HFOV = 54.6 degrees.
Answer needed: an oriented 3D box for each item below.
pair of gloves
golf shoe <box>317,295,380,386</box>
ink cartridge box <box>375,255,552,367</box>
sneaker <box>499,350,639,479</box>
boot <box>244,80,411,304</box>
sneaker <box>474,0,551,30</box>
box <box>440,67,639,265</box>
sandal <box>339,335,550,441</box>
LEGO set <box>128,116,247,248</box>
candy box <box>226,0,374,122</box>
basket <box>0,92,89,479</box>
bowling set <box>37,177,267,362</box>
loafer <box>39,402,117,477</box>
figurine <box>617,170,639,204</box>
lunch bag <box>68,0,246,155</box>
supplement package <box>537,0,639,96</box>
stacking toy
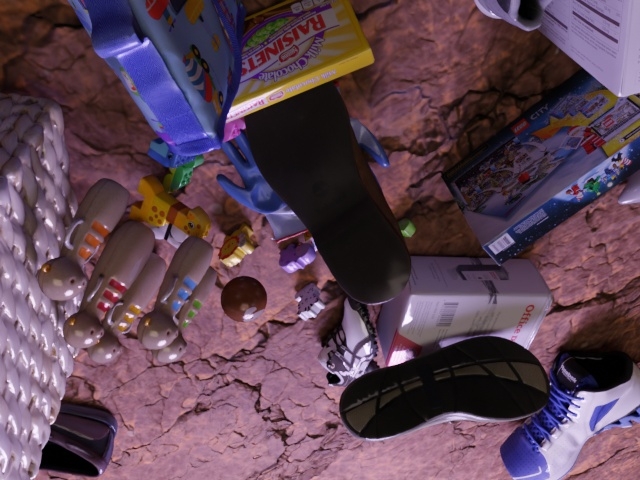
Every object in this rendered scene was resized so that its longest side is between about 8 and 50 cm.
[{"bbox_3d":[-0.023,-0.088,0.744,0.198,0.023,0.159,-23,107,8],"label":"pair of gloves"},{"bbox_3d":[0.040,0.163,0.946,0.094,0.077,0.198,-11,128,-3],"label":"golf shoe"},{"bbox_3d":[0.209,0.109,0.928,0.218,0.092,0.158,3,128,-12],"label":"ink cartridge box"},{"bbox_3d":[0.440,0.292,1.110,0.315,0.127,0.182,-39,122,10],"label":"sneaker"},{"bbox_3d":[0.009,-0.077,0.693,0.112,0.115,0.305,-27,89,16],"label":"boot"},{"bbox_3d":[0.185,-0.304,0.575,0.086,0.132,0.228,-21,129,5],"label":"sneaker"},{"bbox_3d":[0.271,-0.095,0.738,0.233,0.159,0.044,-38,123,18],"label":"box"},{"bbox_3d":[0.175,0.213,0.892,0.303,0.120,0.086,-9,160,-1],"label":"sandal"},{"bbox_3d":[-0.146,-0.059,0.704,0.093,0.087,0.227,34,122,10],"label":"LEGO set"},{"bbox_3d":[-0.058,-0.187,0.635,0.206,0.105,0.027,-21,156,5],"label":"candy box"},{"bbox_3d":[-0.398,0.045,0.589,0.267,0.328,0.331,3,127,-6],"label":"basket"},{"bbox_3d":[-0.174,0.075,0.684,0.200,0.154,0.287,22,160,7],"label":"bowling set"},{"bbox_3d":[-0.464,0.296,0.933,0.303,0.095,0.109,12,124,-20],"label":"loafer"},{"bbox_3d":[0.531,-0.112,0.831,0.215,0.092,0.209,9,129,-17],"label":"figurine"},{"bbox_3d":[-0.153,-0.207,0.479,0.138,0.293,0.221,-21,129,5],"label":"lunch bag"},{"bbox_3d":[0.326,-0.310,0.557,0.199,0.198,0.262,-15,129,1],"label":"supplement package"},{"bbox_3d":[0.000,0.000,0.826,0.221,0.052,0.167,-37,125,16],"label":"stacking toy"}]
